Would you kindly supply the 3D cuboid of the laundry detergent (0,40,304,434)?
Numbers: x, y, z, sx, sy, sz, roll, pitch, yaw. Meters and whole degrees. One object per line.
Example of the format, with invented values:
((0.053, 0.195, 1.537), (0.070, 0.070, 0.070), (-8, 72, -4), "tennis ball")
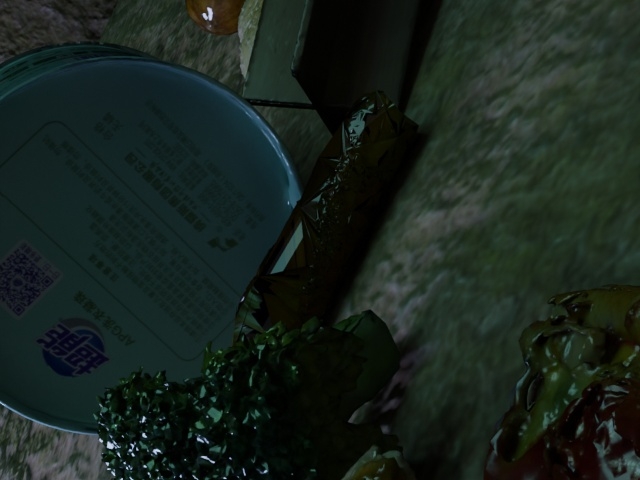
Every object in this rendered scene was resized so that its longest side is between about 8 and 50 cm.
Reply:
((-0.187, -0.023, 0.953), (0.287, 0.287, 0.305), (-61, 21, 2), "laundry detergent")

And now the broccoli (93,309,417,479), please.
((-0.025, 0.106, 0.642), (0.219, 0.194, 0.194), (107, 176, -55), "broccoli")

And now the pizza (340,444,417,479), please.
((-0.005, 0.172, 0.483), (0.154, 0.069, 0.193), (37, 123, 39), "pizza")

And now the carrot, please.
((0.000, 0.000, 0.818), (0.228, 0.069, 0.069), (-62, 21, -2), "carrot")

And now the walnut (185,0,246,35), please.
((-0.101, -0.345, 1.392), (0.116, 0.116, 0.207), (-12, 53, 63), "walnut")

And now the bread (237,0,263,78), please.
((-0.004, -0.303, 1.200), (0.316, 0.054, 0.316), (-45, 28, 33), "bread")

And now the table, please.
((0.020, -0.207, 0.916), (0.167, 0.167, 0.226), (-17, 58, 61), "table")

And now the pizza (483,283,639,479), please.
((0.104, 0.109, 0.456), (0.193, 0.053, 0.201), (-61, 22, 2), "pizza")
